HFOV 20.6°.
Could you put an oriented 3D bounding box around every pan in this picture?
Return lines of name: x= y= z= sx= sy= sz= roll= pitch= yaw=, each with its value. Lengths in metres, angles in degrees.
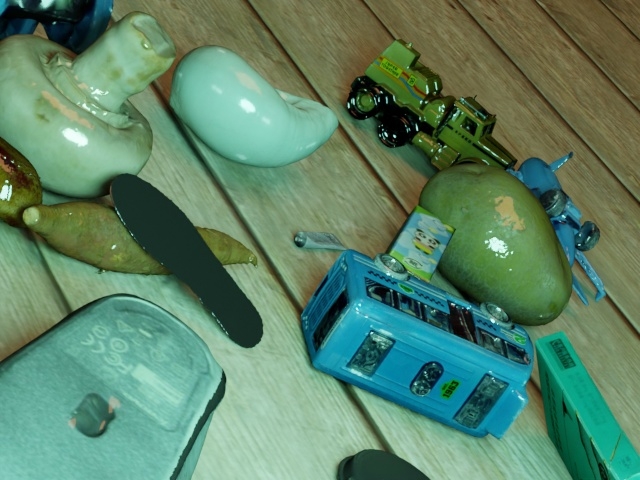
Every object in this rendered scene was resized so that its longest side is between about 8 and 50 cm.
pan: x=0.040 y=0.243 z=1.667 sx=0.235 sy=0.028 sz=0.136 roll=12 pitch=31 yaw=-40

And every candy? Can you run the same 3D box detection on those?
candy: x=0.097 y=0.039 z=2.045 sx=0.062 sy=0.097 sz=0.194 roll=31 pitch=23 yaw=2

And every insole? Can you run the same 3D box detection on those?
insole: x=-0.133 y=0.020 z=1.792 sx=0.232 sy=0.003 sz=0.080 roll=49 pitch=40 yaw=-18

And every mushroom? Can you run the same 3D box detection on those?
mushroom: x=-0.259 y=-0.145 z=1.829 sx=0.206 sy=0.209 sz=0.206 roll=16 pitch=49 yaw=-18
mushroom: x=-0.331 y=-0.060 z=1.729 sx=0.127 sy=0.087 sz=0.127 roll=42 pitch=0 yaw=0

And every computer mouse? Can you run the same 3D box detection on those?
computer mouse: x=-0.200 y=0.174 z=1.393 sx=0.203 sy=0.114 sz=0.374 roll=38 pitch=32 yaw=3

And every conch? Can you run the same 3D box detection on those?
conch: x=-0.087 y=-0.159 z=2.155 sx=0.221 sy=0.121 sz=0.185 roll=27 pitch=20 yaw=-31

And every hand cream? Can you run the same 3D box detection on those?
hand cream: x=0.000 y=0.000 z=2.092 sx=0.030 sy=0.019 sz=0.093 roll=48 pitch=25 yaw=26

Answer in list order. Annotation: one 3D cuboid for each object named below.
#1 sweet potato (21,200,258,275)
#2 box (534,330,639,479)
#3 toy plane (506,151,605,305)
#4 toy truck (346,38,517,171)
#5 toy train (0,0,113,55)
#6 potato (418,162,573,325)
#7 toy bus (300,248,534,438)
sweet potato: x=-0.186 y=0.006 z=1.794 sx=0.314 sy=0.072 sz=0.066 roll=15 pitch=4 yaw=-44
box: x=0.294 y=0.228 z=1.884 sx=0.042 sy=0.161 sz=0.226 roll=-19 pitch=40 yaw=-5
toy plane: x=0.313 y=-0.034 z=2.412 sx=0.254 sy=0.105 sz=0.271 roll=41 pitch=32 yaw=-30
toy truck: x=0.170 y=-0.167 z=2.495 sx=0.257 sy=0.127 sz=0.127 roll=43 pitch=21 yaw=9
toy train: x=-0.343 y=-0.347 z=1.950 sx=0.188 sy=0.265 sz=0.300 roll=9 pitch=2 yaw=-41
potato: x=0.221 y=0.005 z=2.191 sx=0.235 sy=0.160 sz=0.178 roll=49 pitch=41 yaw=-8
toy bus: x=0.109 y=0.116 z=1.890 sx=0.246 sy=0.113 sz=0.134 roll=25 pitch=25 yaw=-19
